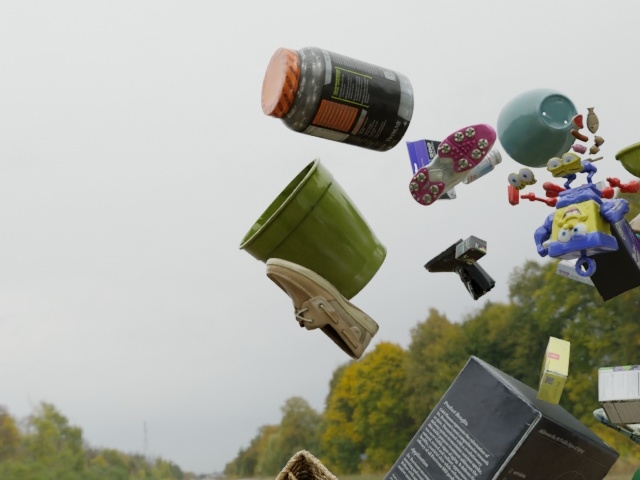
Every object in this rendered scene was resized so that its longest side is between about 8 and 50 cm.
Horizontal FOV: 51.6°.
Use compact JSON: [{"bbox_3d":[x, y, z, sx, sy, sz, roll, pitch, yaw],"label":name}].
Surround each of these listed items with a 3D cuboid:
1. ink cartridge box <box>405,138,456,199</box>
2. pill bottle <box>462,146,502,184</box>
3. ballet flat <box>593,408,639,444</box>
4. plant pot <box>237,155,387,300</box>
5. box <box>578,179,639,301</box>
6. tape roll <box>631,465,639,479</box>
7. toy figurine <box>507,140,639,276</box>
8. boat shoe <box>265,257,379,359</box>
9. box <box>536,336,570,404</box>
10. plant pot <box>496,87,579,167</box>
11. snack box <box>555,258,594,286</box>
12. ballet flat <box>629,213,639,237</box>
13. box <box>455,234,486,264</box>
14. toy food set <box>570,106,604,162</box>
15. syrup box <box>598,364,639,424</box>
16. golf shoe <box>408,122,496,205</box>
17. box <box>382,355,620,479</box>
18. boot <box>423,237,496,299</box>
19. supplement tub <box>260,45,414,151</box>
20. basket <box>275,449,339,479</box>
[{"bbox_3d":[0.367,-0.231,2.179,0.045,0.206,0.208,-15,-4,37],"label":"ink cartridge box"},{"bbox_3d":[0.580,-0.276,2.420,0.160,0.087,0.087,-29,-16,-11],"label":"pill bottle"},{"bbox_3d":[0.863,0.513,1.881,0.070,0.070,0.188,4,13,-35],"label":"ballet flat"},{"bbox_3d":[0.000,0.000,2.009,0.353,0.366,0.366,42,-37,-10],"label":"plant pot"},{"bbox_3d":[0.629,-0.008,1.472,0.103,0.184,0.261,-33,4,29],"label":"box"},{"bbox_3d":[0.972,0.639,1.714,0.321,0.077,0.321,-3,-60,-5],"label":"tape roll"},{"bbox_3d":[0.523,-0.036,1.221,0.191,0.217,0.362,20,-23,-34],"label":"toy figurine"},{"bbox_3d":[-0.005,0.168,1.616,0.341,0.110,0.121,37,-20,-16],"label":"boat shoe"},{"bbox_3d":[0.630,0.346,1.782,0.058,0.087,0.232,17,22,18],"label":"box"},{"bbox_3d":[0.801,-0.424,2.352,0.290,0.290,0.195,-7,-9,-7],"label":"plant pot"},{"bbox_3d":[0.750,0.089,1.863,0.141,0.037,0.100,21,24,34],"label":"snack box"},{"bbox_3d":[0.996,-0.042,1.921,0.342,0.116,0.124,14,-73,-44],"label":"ballet flat"},{"bbox_3d":[0.477,0.031,2.093,0.062,0.052,0.083,23,-36,-18],"label":"box"},{"bbox_3d":[0.601,-0.235,1.497,0.077,0.122,0.019,-18,6,2],"label":"toy food set"},{"bbox_3d":[0.740,0.332,1.439,0.236,0.096,0.093,-14,-55,33],"label":"syrup box"},{"bbox_3d":[0.378,-0.222,1.846,0.140,0.115,0.306,-23,-15,-50],"label":"golf shoe"},{"bbox_3d":[0.517,0.660,1.897,0.479,0.297,0.472,31,-83,-36],"label":"box"},{"bbox_3d":[0.480,0.122,2.293,0.094,0.207,0.246,-31,-7,-29],"label":"boot"},{"bbox_3d":[0.040,-0.346,1.610,0.337,0.207,0.207,10,-25,-25],"label":"supplement tub"},{"bbox_3d":[-0.039,0.772,1.831,0.213,0.223,0.299,-23,29,-27],"label":"basket"}]
